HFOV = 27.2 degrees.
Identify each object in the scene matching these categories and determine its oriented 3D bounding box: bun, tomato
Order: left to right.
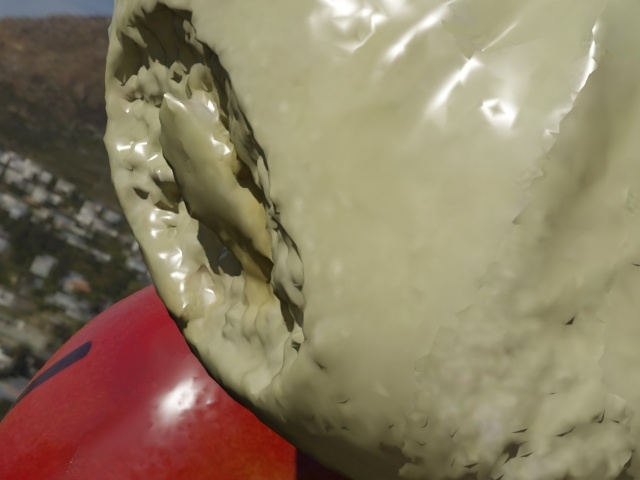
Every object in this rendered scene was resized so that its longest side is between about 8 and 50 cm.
[{"bbox_3d":[-0.067,0.162,0.800,0.298,0.299,0.226,25,2,-5],"label":"tomato"},{"bbox_3d":[0.096,-0.073,0.490,0.364,0.364,0.202,24,-45,13],"label":"bun"}]
